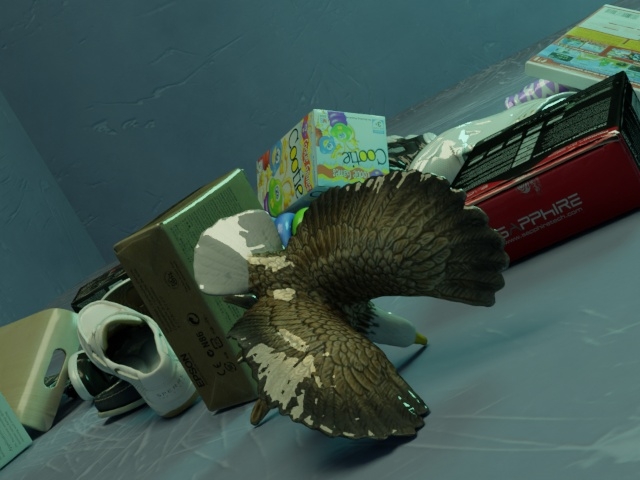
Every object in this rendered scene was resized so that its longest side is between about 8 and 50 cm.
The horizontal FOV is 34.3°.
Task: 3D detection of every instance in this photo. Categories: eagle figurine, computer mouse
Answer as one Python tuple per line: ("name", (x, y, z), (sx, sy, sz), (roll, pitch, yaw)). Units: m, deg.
("eagle figurine", (0.019, 0.061, 0.986), (0.225, 0.226, 0.298), (-11, -2, -19))
("computer mouse", (-0.474, 0.268, 1.873), (0.193, 0.042, 0.106), (-18, 18, 29))

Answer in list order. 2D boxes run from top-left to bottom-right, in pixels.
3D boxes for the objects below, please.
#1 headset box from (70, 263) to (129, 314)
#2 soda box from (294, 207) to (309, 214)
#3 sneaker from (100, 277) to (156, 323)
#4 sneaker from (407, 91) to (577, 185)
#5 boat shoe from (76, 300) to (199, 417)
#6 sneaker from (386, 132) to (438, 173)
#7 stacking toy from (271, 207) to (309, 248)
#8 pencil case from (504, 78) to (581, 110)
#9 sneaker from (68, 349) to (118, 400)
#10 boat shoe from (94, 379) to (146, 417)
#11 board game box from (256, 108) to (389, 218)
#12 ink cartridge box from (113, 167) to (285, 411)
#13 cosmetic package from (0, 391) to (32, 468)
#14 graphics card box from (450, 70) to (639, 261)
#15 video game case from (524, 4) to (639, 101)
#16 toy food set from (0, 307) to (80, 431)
("headset box", (-0.447, 0.115, 2.400), (0.218, 0.110, 0.293), (-30, 9, -6))
("soda box", (-0.091, 0.031, 1.791), (0.286, 0.091, 0.098), (-25, 10, 27))
("sneaker", (-0.312, 0.102, 2.113), (0.290, 0.106, 0.123), (-21, 2, -16))
("sneaker", (0.272, -0.145, 1.567), (0.292, 0.108, 0.169), (-30, 6, -9))
("boat shoe", (-0.260, 0.133, 1.392), (0.098, 0.096, 0.277), (-45, 41, -18))
("sneaker", (0.122, -0.130, 1.971), (0.153, 0.101, 0.268), (-31, 11, -24))
("stacking toy", (0.000, 0.000, 1.627), (0.330, 0.141, 0.141), (-19, 12, 19))
("pencil case", (0.418, -0.257, 1.783), (0.206, 0.086, 0.088), (-26, 17, 21))
("sneaker", (-0.343, 0.191, 1.745), (0.121, 0.079, 0.217), (-29, 8, 6))
("boat shoe", (-0.223, 0.169, 1.485), (0.254, 0.079, 0.095), (-29, 12, 9))
("board game box", (-0.001, -0.118, 1.875), (0.144, 0.142, 0.275), (3, -16, -24))
("ink cartridge box", (-0.116, 0.057, 1.260), (0.088, 0.235, 0.193), (-23, 10, 33))
("cosmetic package", (-0.637, 0.334, 1.525), (0.155, 0.197, 0.365), (-21, 11, 41))
("graphics card box", (0.281, -0.089, 1.270), (0.233, 0.094, 0.371), (-26, 10, 23))
("video game case", (0.491, -0.308, 1.684), (0.204, 0.025, 0.285), (22, 42, 32))
("toy food set", (-0.536, 0.257, 1.816), (0.306, 0.092, 0.220), (-20, 45, 39))
